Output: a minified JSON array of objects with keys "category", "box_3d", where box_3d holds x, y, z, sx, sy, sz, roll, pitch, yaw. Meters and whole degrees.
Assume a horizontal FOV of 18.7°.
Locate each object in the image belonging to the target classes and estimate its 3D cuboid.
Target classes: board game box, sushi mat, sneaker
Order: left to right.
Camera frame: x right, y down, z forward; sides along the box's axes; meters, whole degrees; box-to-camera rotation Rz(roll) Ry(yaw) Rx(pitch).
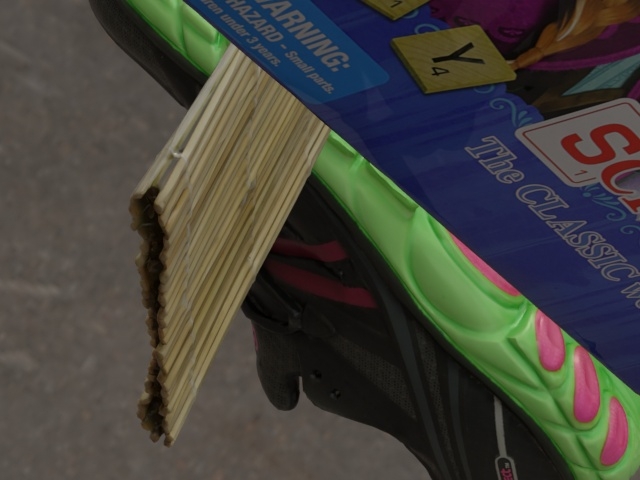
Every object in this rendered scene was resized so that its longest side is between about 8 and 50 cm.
[{"category":"sushi mat","box_3d":[-0.007,-0.075,0.791,0.019,0.151,0.316,19,51,10]},{"category":"sneaker","box_3d":[0.000,0.000,1.224,0.483,0.202,0.185,51,28,-3]},{"category":"board game box","box_3d":[0.156,-0.077,0.525,0.318,0.318,0.066,37,46,-43]}]
